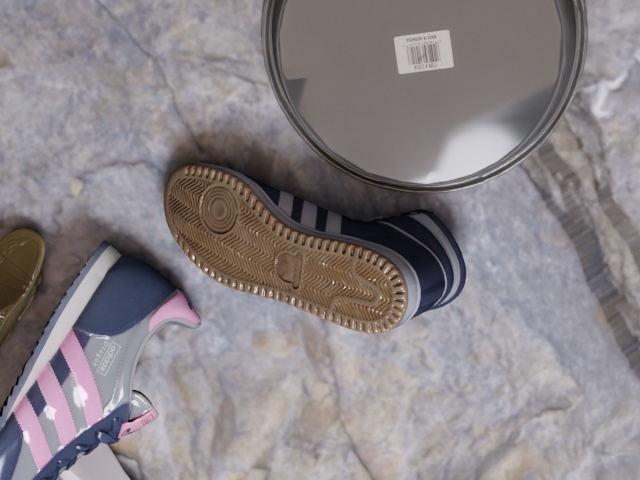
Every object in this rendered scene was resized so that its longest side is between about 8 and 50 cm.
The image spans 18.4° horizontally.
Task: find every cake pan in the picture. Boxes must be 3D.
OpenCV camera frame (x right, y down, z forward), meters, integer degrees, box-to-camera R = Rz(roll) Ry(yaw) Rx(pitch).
[{"bbox_3d":[0.090,-0.176,1.749,0.293,0.054,0.293,2,107,5],"label":"cake pan"}]

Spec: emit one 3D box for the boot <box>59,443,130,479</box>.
[{"bbox_3d":[-0.222,0.256,1.903,0.190,0.069,0.086,49,124,2],"label":"boot"}]

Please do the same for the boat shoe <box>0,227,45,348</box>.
[{"bbox_3d":[-0.301,0.056,1.867,0.056,0.048,0.153,27,101,10],"label":"boat shoe"}]

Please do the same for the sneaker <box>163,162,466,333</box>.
[{"bbox_3d":[0.000,0.000,1.798,0.282,0.153,0.099,25,113,30],"label":"sneaker"}]

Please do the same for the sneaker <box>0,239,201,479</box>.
[{"bbox_3d":[-0.225,0.166,1.811,0.131,0.112,0.319,29,86,-4],"label":"sneaker"}]
